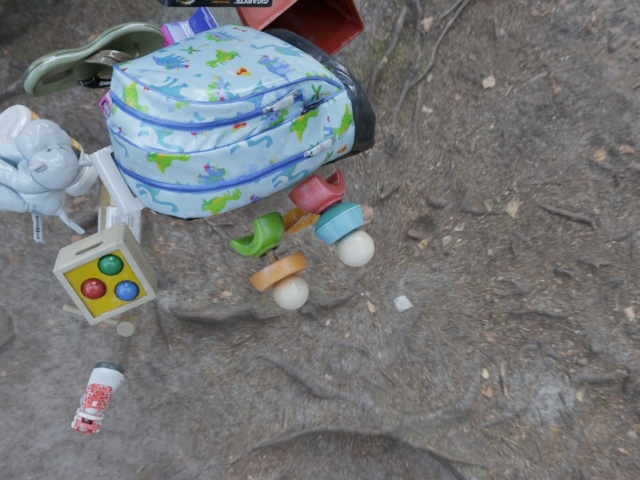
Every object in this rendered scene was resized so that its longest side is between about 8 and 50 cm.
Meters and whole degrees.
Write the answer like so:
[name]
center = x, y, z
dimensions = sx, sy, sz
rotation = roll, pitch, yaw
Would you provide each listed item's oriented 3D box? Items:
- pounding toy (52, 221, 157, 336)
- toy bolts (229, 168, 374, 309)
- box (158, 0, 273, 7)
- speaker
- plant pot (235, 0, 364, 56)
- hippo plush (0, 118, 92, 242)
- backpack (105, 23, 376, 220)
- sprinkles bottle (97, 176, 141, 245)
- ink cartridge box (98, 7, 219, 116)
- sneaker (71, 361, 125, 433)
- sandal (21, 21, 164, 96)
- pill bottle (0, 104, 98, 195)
[pounding toy]
center = -0.385, 0.103, 1.090
dimensions = 0.181, 0.094, 0.206
rotation = -24, 119, -2
[toy bolts]
center = 0.000, 0.000, 1.038
dimensions = 0.228, 0.218, 0.158
rotation = -37, 81, 39
[box]
center = -0.214, -0.466, 1.066
dimensions = 0.175, 0.220, 0.051
rotation = 43, 133, 29
[speaker]
center = -0.389, -0.114, 1.175
dimensions = 0.055, 0.055, 0.136
rotation = -25, 104, 1
[plant pot]
center = -0.084, -0.613, 1.591
dimensions = 0.267, 0.267, 0.235
rotation = -37, 67, 5
[hippo plush]
center = -0.707, -0.163, 1.489
dimensions = 0.234, 0.237, 0.294
rotation = -17, 82, -40
[backpack]
center = -0.133, -0.179, 0.891
dimensions = 0.356, 0.273, 0.290
rotation = -39, 59, -20
[sprinkles bottle]
center = -0.573, -0.007, 1.738
dimensions = 0.121, 0.121, 0.355
rotation = 4, 95, 4
[ink cartridge box]
center = -0.355, -0.354, 1.396
dimensions = 0.371, 0.069, 0.175
rotation = -36, 78, 28
[sneaker]
center = -0.619, 0.448, 1.695
dimensions = 0.090, 0.270, 0.144
rotation = 21, 49, -19
[sandal]
center = -0.445, -0.348, 1.237
dimensions = 0.303, 0.120, 0.086
rotation = -35, 80, -28
[pill bottle]
center = -0.786, -0.248, 1.746
dimensions = 0.162, 0.278, 0.162
rotation = -14, 59, 26
